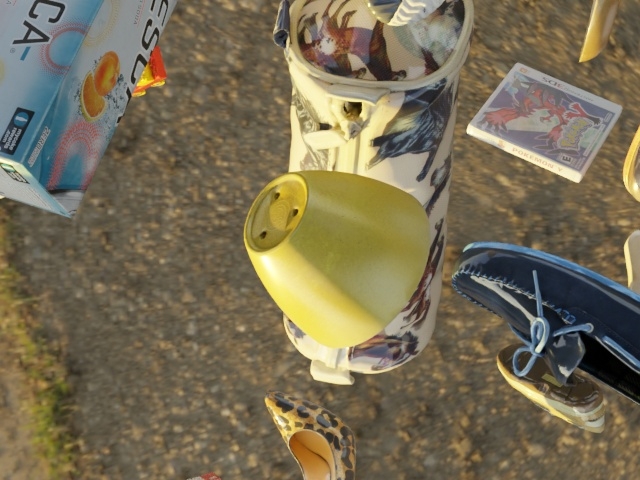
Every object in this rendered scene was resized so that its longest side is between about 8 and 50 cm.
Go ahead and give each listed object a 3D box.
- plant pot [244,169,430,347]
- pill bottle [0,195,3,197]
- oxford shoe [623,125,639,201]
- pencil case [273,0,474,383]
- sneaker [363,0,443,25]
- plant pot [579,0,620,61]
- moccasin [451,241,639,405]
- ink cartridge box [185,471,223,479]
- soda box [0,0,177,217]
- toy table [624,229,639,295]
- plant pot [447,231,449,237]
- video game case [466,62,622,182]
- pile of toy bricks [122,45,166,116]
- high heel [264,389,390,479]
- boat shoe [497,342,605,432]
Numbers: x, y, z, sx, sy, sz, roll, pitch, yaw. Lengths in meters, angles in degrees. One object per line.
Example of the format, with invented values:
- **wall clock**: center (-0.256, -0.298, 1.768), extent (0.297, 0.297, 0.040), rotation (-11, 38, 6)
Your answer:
- **plant pot**: center (0.000, 0.000, 0.843), extent (0.134, 0.095, 0.134), rotation (-30, 43, 33)
- **pill bottle**: center (-0.406, -0.156, 1.280), extent (0.121, 0.221, 0.121), rotation (-9, 48, 10)
- **oxford shoe**: center (0.505, -0.143, 1.453), extent (0.130, 0.132, 0.363), rotation (30, 139, -4)
- **pencil case**: center (0.041, -0.043, 1.036), extent (0.160, 0.183, 0.410), rotation (23, 141, 19)
- **sneaker**: center (0.063, -0.290, 0.850), extent (0.094, 0.153, 0.235), rotation (-4, 115, -4)
- **plant pot**: center (0.395, -0.356, 1.537), extent (0.032, 0.236, 0.236), rotation (15, 97, 10)
- **moccasin**: center (0.292, 0.106, 1.252), extent (0.342, 0.138, 0.117), rotation (23, 70, 24)
- **ink cartridge box**: center (-0.087, 0.430, 1.456), extent (0.273, 0.197, 0.114), rotation (38, 87, 9)
- **soda box**: center (-0.110, -0.107, 0.517), extent (0.063, 0.058, 0.183), rotation (17, 73, 18)
- **toy table**: center (0.552, 0.117, 1.802), extent (0.252, 0.274, 0.161), rotation (45, 77, 5)
- **plant pot**: center (0.062, -0.115, 1.860), extent (0.256, 0.256, 0.274), rotation (-9, 92, 24)
- **video game case**: center (0.344, -0.184, 1.723), extent (0.183, 0.201, 0.023), rotation (26, 136, 15)
- **pile of toy bricks**: center (-0.253, -0.162, 1.101), extent (0.212, 0.105, 0.118), rotation (-19, 86, 42)
- **high heel**: center (-0.018, 0.343, 1.633), extent (0.261, 0.186, 0.093), rotation (43, 133, 6)
- **boat shoe**: center (0.299, 0.198, 1.482), extent (0.068, 0.190, 0.072), rotation (-31, 119, -12)
